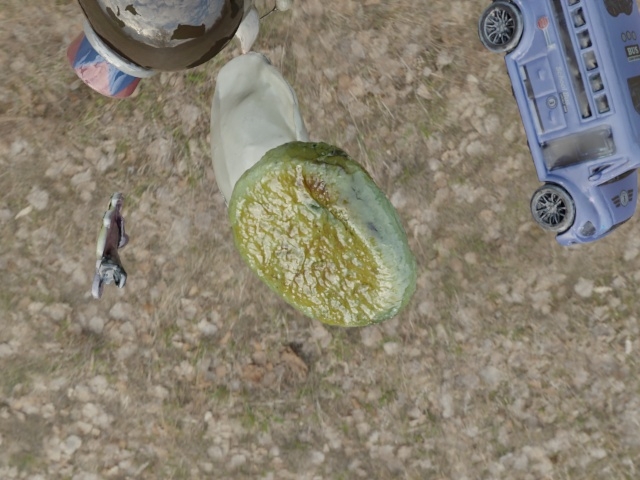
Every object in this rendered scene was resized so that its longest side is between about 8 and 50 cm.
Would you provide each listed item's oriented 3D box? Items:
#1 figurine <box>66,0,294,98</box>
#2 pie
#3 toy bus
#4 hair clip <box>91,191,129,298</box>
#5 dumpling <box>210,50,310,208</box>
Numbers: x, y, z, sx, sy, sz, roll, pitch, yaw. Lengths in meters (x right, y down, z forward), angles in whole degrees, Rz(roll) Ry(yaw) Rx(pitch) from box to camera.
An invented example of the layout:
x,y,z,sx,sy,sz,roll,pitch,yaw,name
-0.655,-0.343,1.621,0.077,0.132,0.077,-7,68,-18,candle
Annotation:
x,y,z,sx,sy,sz,roll,pitch,yaw,name
-0.098,-0.226,0.582,0.275,0.158,0.161,-30,116,8,figurine
0.000,0.000,0.945,0.277,0.078,0.277,25,137,26,pie
0.276,-0.147,0.754,0.125,0.133,0.292,-19,94,-40,toy bus
-0.347,0.007,1.212,0.056,0.187,0.146,3,129,-15,hair clip
-0.092,-0.173,1.338,0.181,0.260,0.341,17,76,-36,dumpling
